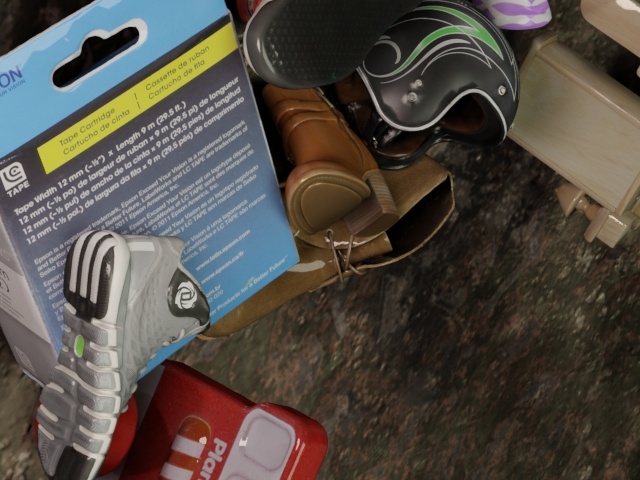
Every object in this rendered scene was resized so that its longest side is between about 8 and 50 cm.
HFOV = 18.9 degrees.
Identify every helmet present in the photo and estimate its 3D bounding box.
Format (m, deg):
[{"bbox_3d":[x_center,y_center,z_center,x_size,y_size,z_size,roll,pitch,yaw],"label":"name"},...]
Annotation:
[{"bbox_3d":[0.102,-0.153,1.802,0.162,0.169,0.169,-24,125,-15],"label":"helmet"}]

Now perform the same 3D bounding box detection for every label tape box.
[{"bbox_3d":[-0.175,-0.061,1.586,0.249,0.115,0.347,-36,132,-23],"label":"label tape box"}]

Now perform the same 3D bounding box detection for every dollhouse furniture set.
[{"bbox_3d":[0.354,-0.183,2.072,0.355,0.174,0.303,-34,157,-52],"label":"dollhouse furniture set"}]

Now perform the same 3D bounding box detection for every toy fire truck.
[{"bbox_3d":[-0.140,0.257,1.677,0.169,0.254,0.302,23,90,-48],"label":"toy fire truck"}]

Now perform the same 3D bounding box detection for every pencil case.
[{"bbox_3d":[0.199,-0.306,1.894,0.088,0.086,0.206,-10,115,-28],"label":"pencil case"}]

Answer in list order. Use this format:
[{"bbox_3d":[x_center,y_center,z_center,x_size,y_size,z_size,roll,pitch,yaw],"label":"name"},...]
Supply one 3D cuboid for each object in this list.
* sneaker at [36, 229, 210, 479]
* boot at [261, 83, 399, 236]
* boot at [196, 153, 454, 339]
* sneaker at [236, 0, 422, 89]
[{"bbox_3d":[-0.148,0.099,1.561,0.132,0.086,0.228,-6,117,-42],"label":"sneaker"},{"bbox_3d":[-0.011,-0.082,1.723,0.073,0.152,0.197,-34,162,12],"label":"boot"},{"bbox_3d":[0.000,0.000,1.811,0.305,0.115,0.112,-37,133,-26],"label":"boot"},{"bbox_3d":[-0.026,-0.193,1.652,0.270,0.145,0.090,-41,121,-48],"label":"sneaker"}]
